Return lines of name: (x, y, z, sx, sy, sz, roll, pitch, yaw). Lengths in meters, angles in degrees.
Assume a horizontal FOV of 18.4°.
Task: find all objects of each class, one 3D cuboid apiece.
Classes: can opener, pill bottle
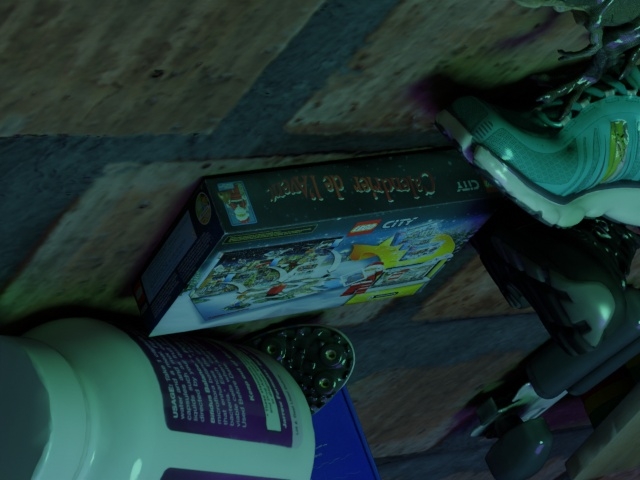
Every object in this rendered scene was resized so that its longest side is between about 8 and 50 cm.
can opener: (0.248, 0.146, 1.913, 0.076, 0.095, 0.283, -5, 154, -37)
pill bottle: (-0.149, 0.145, 1.452, 0.169, 0.169, 0.301, -31, 156, 24)

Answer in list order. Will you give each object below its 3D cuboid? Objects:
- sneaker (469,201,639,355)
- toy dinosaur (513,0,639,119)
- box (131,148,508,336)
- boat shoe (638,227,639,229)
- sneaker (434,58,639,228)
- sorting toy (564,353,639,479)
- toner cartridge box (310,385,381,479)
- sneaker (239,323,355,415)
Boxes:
sneaker: (0.179, 0.004, 1.432, 0.106, 0.101, 0.267, -31, -166, -1)
toy dinosaur: (0.196, -0.140, 1.239, 0.268, 0.064, 0.118, -9, 149, -35)
box: (0.000, 0.000, 1.409, 0.233, 0.044, 0.159, -8, 155, -30)
boat shoe: (0.318, -0.007, 1.649, 0.081, 0.068, 0.228, -29, 157, 20)
sneaker: (0.180, -0.079, 1.353, 0.275, 0.107, 0.110, -2, 132, -50)
sorting toy: (0.392, 0.137, 2.032, 0.255, 0.089, 0.257, -13, 157, -19)
toner cartridge box: (-0.113, 0.261, 1.767, 0.348, 0.165, 0.075, -20, 159, 0)
sneaker: (-0.065, 0.136, 1.646, 0.237, 0.085, 0.086, -36, -179, 25)
